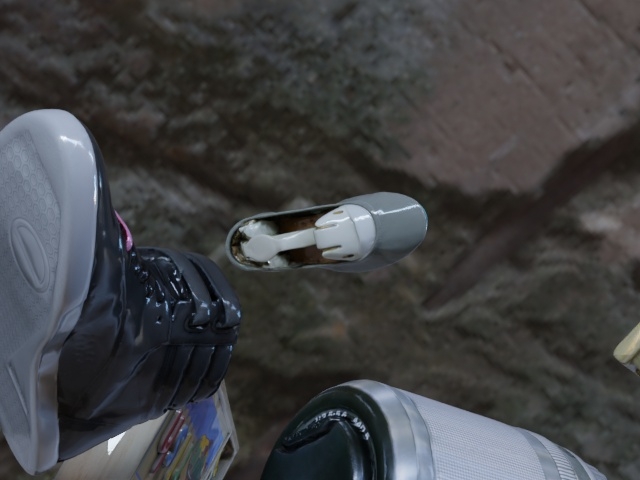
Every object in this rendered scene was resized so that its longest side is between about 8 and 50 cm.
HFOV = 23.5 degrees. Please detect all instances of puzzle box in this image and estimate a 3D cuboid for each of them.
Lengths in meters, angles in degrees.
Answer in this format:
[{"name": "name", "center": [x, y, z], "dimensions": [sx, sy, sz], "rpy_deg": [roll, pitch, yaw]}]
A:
[{"name": "puzzle box", "center": [-0.163, 0.237, 1.302], "dimensions": [0.052, 0.272, 0.409], "rpy_deg": [27, -17, 9]}]

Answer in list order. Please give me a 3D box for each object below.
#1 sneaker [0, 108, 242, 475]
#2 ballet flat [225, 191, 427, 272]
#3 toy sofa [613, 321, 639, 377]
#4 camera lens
[{"name": "sneaker", "center": [-0.118, 0.017, 0.915], "dimensions": [0.147, 0.295, 0.104], "rpy_deg": [-21, 56, -27]}, {"name": "ballet flat", "center": [0.000, 0.000, 1.451], "dimensions": [0.068, 0.213, 0.072], "rpy_deg": [-13, 94, -53]}, {"name": "toy sofa", "center": [0.435, 0.170, 1.306], "dimensions": [0.362, 0.150, 0.177], "rpy_deg": [45, 8, 25]}, {"name": "camera lens", "center": [0.095, 0.249, 1.299], "dimensions": [0.274, 0.219, 0.219], "rpy_deg": [20, 35, -30]}]
